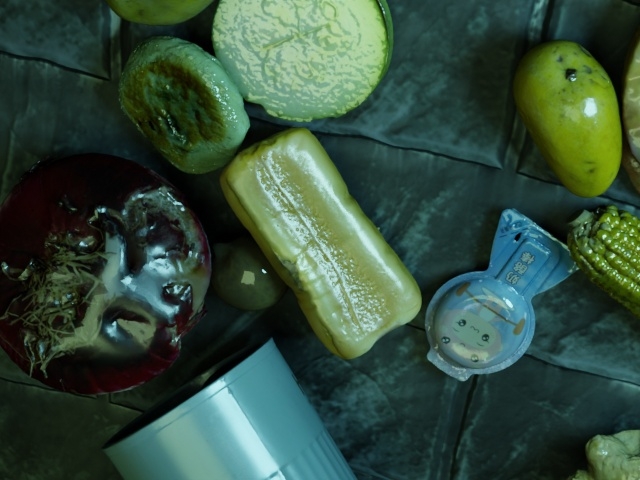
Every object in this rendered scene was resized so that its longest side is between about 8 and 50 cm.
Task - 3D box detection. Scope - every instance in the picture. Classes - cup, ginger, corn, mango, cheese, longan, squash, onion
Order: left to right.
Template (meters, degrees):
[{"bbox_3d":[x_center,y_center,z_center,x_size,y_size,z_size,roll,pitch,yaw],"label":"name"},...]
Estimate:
[{"bbox_3d":[-0.283,0.038,1.792,0.314,0.232,0.314,0,92,12],"label":"onion"},{"bbox_3d":[-0.113,0.338,1.833,0.331,0.257,0.311,-32,92,34],"label":"cup"},{"bbox_3d":[-0.093,0.039,1.797,0.113,0.092,0.113,13,133,14],"label":"longan"},{"bbox_3d":[-0.018,-0.246,1.663,0.219,0.041,0.219,5,116,11],"label":"squash"},{"bbox_3d":[0.216,0.079,1.748,0.135,0.052,0.245,32,120,-1],"label":"cheese"},{"bbox_3d":[0.283,-0.135,1.582,0.098,0.137,0.195,-31,126,-7],"label":"mango"},{"bbox_3d":[0.398,0.350,1.790,0.219,0.123,0.270,12,120,-13],"label":"ginger"},{"bbox_3d":[0.417,0.073,1.665,0.320,0.097,0.097,42,120,-8],"label":"corn"}]

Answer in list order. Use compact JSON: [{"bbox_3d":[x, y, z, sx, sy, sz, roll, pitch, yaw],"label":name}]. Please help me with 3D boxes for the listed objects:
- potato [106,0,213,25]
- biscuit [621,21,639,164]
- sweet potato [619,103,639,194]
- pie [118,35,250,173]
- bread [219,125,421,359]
[{"bbox_3d":[-0.172,-0.334,1.600,0.154,0.137,0.200,50,127,0],"label":"potato"},{"bbox_3d":[0.472,-0.167,1.517,0.296,0.102,0.296,6,114,13],"label":"biscuit"},{"bbox_3d":[0.372,-0.083,1.624,0.044,0.044,0.179,-32,104,28],"label":"sweet potato"},{"bbox_3d":[-0.170,-0.163,1.720,0.187,0.041,0.187,19,132,22],"label":"pie"},{"bbox_3d":[0.000,0.000,1.743,0.142,0.091,0.305,-36,104,-9],"label":"bread"}]
